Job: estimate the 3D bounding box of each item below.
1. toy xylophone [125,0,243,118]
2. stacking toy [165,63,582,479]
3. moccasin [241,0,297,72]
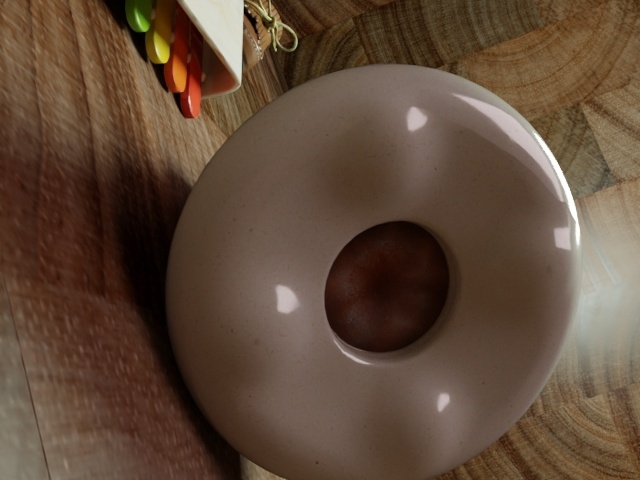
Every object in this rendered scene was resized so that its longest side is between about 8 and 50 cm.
[{"bbox_3d":[-0.156,-0.300,0.821,0.322,0.081,0.236,61,29,-65],"label":"toy xylophone"},{"bbox_3d":[0.000,0.000,0.761,0.350,0.350,0.480,68,-11,-17],"label":"stacking toy"},{"bbox_3d":[-0.131,-0.404,1.360,0.380,0.147,0.139,-95,164,-69],"label":"moccasin"}]
